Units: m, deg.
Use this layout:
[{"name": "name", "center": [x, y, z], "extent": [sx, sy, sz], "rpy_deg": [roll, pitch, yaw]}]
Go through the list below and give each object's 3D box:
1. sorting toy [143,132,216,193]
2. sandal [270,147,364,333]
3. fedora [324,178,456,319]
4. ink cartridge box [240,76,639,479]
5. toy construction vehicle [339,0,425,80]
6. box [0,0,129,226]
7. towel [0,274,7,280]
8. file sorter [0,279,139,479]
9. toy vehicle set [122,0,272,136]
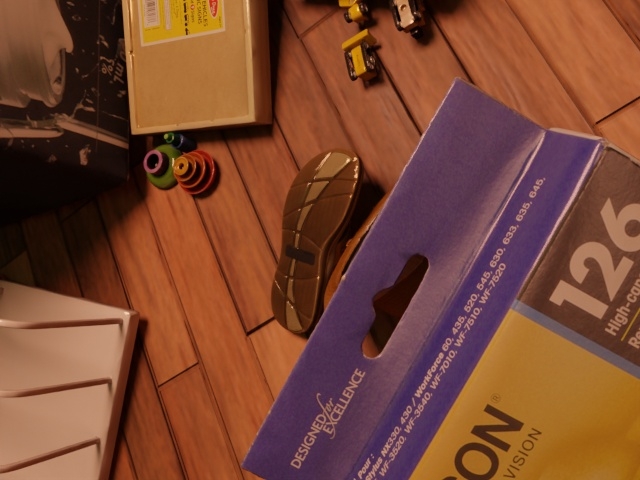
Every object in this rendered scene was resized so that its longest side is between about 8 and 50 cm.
[{"name": "sorting toy", "center": [-0.160, -0.086, 0.722], "extent": [0.101, 0.042, 0.061], "rpy_deg": [12, 87, 29]}, {"name": "sandal", "center": [0.000, 0.000, 0.625], "extent": [0.072, 0.049, 0.180], "rpy_deg": [23, 107, 35]}, {"name": "fedora", "center": [0.082, 0.005, 0.537], "extent": [0.079, 0.194, 0.194], "rpy_deg": [36, 100, -8]}, {"name": "ink cartridge box", "center": [0.150, 0.101, 0.427], "extent": [0.307, 0.072, 0.304], "rpy_deg": [27, 97, -8]}, {"name": "toy construction vehicle", "center": [0.059, -0.209, 0.639], "extent": [0.085, 0.035, 0.098], "rpy_deg": [-24, 69, 33]}, {"name": "box", "center": [-0.465, -0.298, 0.664], "extent": [0.297, 0.471, 0.481], "rpy_deg": [-11, 76, 32]}, {"name": "towel", "center": [-0.386, 0.147, 0.808], "extent": [0.197, 0.029, 0.144], "rpy_deg": [38, 100, 27]}, {"name": "file sorter", "center": [-0.335, 0.190, 0.674], "extent": [0.192, 0.173, 0.278], "rpy_deg": [10, 88, 21]}, {"name": "toy vehicle set", "center": [-0.136, -0.250, 0.705], "extent": [0.165, 0.035, 0.267], "rpy_deg": [1, 96, 27]}]
